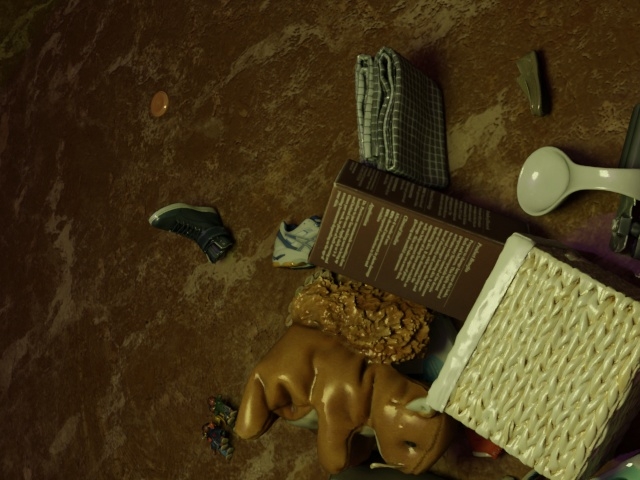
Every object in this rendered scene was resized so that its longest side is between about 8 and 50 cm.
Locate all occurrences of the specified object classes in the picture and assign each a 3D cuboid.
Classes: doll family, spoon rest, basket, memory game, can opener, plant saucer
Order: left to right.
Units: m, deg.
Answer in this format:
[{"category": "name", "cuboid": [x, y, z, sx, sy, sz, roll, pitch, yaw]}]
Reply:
[{"category": "plant saucer", "cuboid": [-0.513, -0.435, 2.140, 0.084, 0.013, 0.083, -6, 81, 38]}, {"category": "doll family", "cuboid": [-0.271, 0.492, 1.784, 0.111, 0.076, 0.192, 25, 102, 33]}, {"category": "memory game", "cuboid": [-0.029, 0.153, 1.625, 0.186, 0.012, 0.186, -42, 31, 33]}, {"category": "basket", "cuboid": [0.155, 0.528, 1.386, 0.227, 0.204, 0.154, 8, 89, 29]}, {"category": "basket", "cuboid": [0.412, 0.190, 1.139, 0.266, 0.328, 0.331, 30, 102, 33]}, {"category": "spoon rest", "cuboid": [0.462, -0.110, 1.244, 0.276, 0.084, 0.137, 8, 88, 61]}, {"category": "can opener", "cuboid": [0.587, -0.107, 1.215, 0.095, 0.076, 0.283, 14, 92, 6]}]

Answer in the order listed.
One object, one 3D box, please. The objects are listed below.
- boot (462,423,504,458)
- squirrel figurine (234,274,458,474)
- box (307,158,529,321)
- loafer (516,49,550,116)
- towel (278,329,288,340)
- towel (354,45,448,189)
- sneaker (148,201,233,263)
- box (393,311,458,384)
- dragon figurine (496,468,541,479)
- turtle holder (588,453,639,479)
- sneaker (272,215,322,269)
[{"category": "boot", "cuboid": [0.358, 0.385, 1.322, 0.158, 0.059, 0.084, -21, 74, 43]}, {"category": "squirrel figurine", "cuboid": [0.095, 0.256, 1.304, 0.371, 0.281, 0.396, 6, 76, 37]}, {"category": "box", "cuboid": [0.189, 0.004, 1.306, 0.382, 0.143, 0.191, 22, 121, 4]}, {"category": "loafer", "cuboid": [0.429, -0.313, 1.365, 0.050, 0.056, 0.147, -15, 64, 36]}, {"category": "towel", "cuboid": [-0.032, 0.258, 1.597, 0.282, 0.049, 0.187, -50, 29, 20]}, {"category": "towel", "cuboid": [0.176, -0.241, 1.439, 0.121, 0.235, 0.283, -7, 80, 32]}, {"category": "sneaker", "cuboid": [-0.339, -0.017, 1.814, 0.086, 0.226, 0.163, -48, 61, 32]}, {"category": "box", "cuboid": [0.167, 0.280, 1.482, 0.322, 0.059, 0.232, -38, 62, 29]}, {"category": "dragon figurine", "cuboid": [0.348, 0.535, 1.286, 0.289, 0.085, 0.144, -37, 63, 29]}, {"category": "turtle holder", "cuboid": [0.534, 0.472, 1.076, 0.227, 0.244, 0.320, 62, 154, 27]}, {"category": "sneaker", "cuboid": [0.000, 0.000, 1.618, 0.297, 0.112, 0.130, -3, 80, 36]}]
